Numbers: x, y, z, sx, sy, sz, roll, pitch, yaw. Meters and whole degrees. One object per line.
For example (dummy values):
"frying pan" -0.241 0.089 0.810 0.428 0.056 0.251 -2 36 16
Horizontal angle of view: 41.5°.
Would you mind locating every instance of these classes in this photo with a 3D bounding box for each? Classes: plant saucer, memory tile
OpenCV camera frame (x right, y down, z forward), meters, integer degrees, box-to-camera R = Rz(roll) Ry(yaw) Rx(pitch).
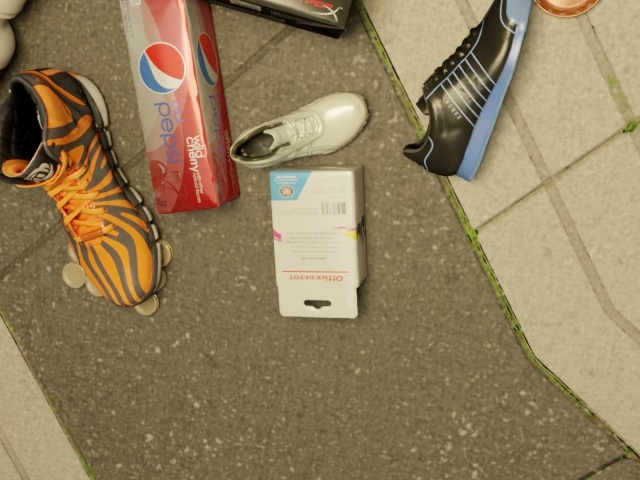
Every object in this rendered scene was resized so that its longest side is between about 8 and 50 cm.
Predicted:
"plant saucer" 0.272 -0.288 0.929 0.083 0.013 0.083 3 103 14
"memory tile" -0.276 0.031 1.147 0.148 0.012 0.113 20 107 10

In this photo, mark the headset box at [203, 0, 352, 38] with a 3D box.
"headset box" -0.041 -0.389 0.895 0.218 0.110 0.293 14 97 -4

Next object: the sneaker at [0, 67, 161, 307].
"sneaker" -0.313 -0.055 1.039 0.125 0.180 0.321 -22 93 15

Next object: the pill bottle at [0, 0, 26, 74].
"pill bottle" -0.499 -0.232 1.059 0.176 0.176 0.318 43 109 2

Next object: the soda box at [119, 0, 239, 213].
"soda box" -0.168 -0.170 1.030 0.083 0.092 0.263 -6 101 14

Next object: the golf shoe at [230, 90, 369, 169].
"golf shoe" -0.027 -0.125 1.008 0.176 0.086 0.069 -22 94 17

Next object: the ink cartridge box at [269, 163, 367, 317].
"ink cartridge box" 0.000 0.000 1.041 0.104 0.061 0.181 1 102 15

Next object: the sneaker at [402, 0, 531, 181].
"sneaker" 0.163 -0.183 0.946 0.090 0.081 0.232 18 108 3
